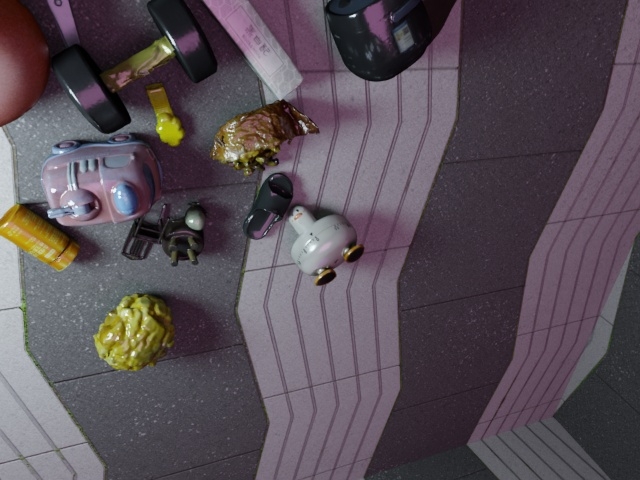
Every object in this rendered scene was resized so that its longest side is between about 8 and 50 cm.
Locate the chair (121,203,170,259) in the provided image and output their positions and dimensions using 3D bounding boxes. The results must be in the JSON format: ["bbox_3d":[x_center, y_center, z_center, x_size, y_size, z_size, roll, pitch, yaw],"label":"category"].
[{"bbox_3d":[-0.520,-0.007,1.421,0.084,0.101,0.213,17,111,-31],"label":"chair"}]

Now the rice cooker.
[{"bbox_3d":[0.159,-0.563,1.272,0.267,0.267,0.224,-36,129,1],"label":"rice cooker"}]

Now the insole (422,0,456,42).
[{"bbox_3d":[0.357,-0.703,1.418,0.111,0.007,0.328,26,107,-35],"label":"insole"}]

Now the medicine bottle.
[{"bbox_3d":[-0.767,-0.007,1.316,0.096,0.096,0.192,-39,128,4],"label":"medicine bottle"}]

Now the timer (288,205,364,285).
[{"bbox_3d":[0.000,0.000,1.623,0.233,0.240,0.234,-32,157,-15],"label":"timer"}]

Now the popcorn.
[{"bbox_3d":[-0.583,0.285,1.522,0.249,0.225,0.250,-10,110,-30],"label":"popcorn"}]

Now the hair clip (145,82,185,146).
[{"bbox_3d":[-0.413,-0.331,1.295,0.072,0.046,0.173,-15,127,-9],"label":"hair clip"}]

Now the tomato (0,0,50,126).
[{"bbox_3d":[-0.746,-0.377,0.976,0.341,0.273,0.342,-11,124,-17],"label":"tomato"}]

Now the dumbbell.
[{"bbox_3d":[-0.425,-0.412,1.130,0.322,0.204,0.204,-33,128,-6],"label":"dumbbell"}]

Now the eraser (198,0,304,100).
[{"bbox_3d":[-0.199,-0.545,1.219,0.096,0.098,0.404,-40,128,3],"label":"eraser"}]

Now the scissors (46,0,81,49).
[{"bbox_3d":[-0.596,-0.574,1.070,0.192,0.029,0.448,-15,127,-14],"label":"scissors"}]

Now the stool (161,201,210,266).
[{"bbox_3d":[-0.401,-0.014,1.460,0.125,0.121,0.217,24,114,-32],"label":"stool"}]

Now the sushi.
[{"bbox_3d":[-0.168,-0.286,1.370,0.296,0.167,0.179,-26,105,-15],"label":"sushi"}]

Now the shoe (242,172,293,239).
[{"bbox_3d":[-0.158,-0.092,1.531,0.108,0.093,0.241,21,112,-31],"label":"shoe"}]

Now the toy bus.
[{"bbox_3d":[-0.556,-0.137,1.239,0.293,0.232,0.197,-10,124,-17],"label":"toy bus"}]
